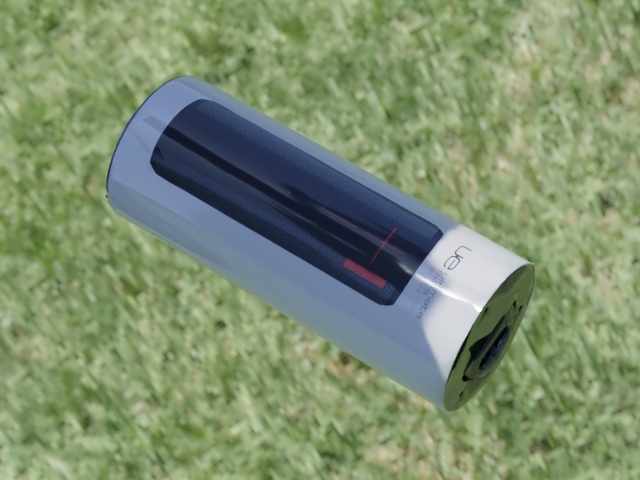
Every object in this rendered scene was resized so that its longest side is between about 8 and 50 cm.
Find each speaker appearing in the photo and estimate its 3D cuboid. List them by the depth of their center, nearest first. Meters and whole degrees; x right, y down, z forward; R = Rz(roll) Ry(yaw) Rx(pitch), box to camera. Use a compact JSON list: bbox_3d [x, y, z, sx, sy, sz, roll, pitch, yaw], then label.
[{"bbox_3d":[0.000,0.000,0.566,0.136,0.055,0.055,31,66,21],"label":"speaker"}]
